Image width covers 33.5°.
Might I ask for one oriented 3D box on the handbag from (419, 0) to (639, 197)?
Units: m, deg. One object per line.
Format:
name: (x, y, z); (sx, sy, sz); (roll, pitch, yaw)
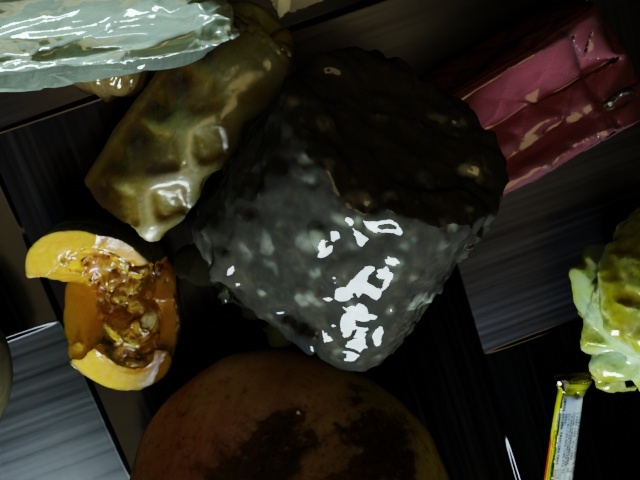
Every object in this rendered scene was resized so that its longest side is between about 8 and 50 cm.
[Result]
handbag: (0.186, -0.124, 1.012); (0.225, 0.146, 0.135); (-30, 104, 1)

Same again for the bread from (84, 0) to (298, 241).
bread: (-0.121, -0.120, 0.969); (0.232, 0.128, 0.088); (-48, 137, 6)

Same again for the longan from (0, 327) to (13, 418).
longan: (-0.384, 0.116, 0.971); (0.198, 0.198, 0.212); (-21, 108, -2)

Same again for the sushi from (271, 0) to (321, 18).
sushi: (0.022, -0.379, 0.956); (0.264, 0.050, 0.290); (-23, 108, -2)

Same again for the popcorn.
popcorn: (0.365, 0.071, 1.084); (0.204, 0.184, 0.221); (-35, 109, -30)

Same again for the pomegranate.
pomegranate: (-0.026, 0.260, 1.018); (0.322, 0.322, 0.322); (-3, 107, -8)

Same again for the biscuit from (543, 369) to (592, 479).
biscuit: (0.271, 0.286, 1.212); (0.048, 0.026, 0.292); (0, 107, -14)

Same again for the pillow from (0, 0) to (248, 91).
pillow: (-0.227, -0.260, 0.878); (0.310, 0.138, 0.283); (-11, 74, -5)

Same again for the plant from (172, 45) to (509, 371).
plant: (0.000, 0.000, 0.933); (0.215, 0.213, 0.312); (38, 130, -3)

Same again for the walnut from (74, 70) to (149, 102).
walnut: (-0.195, -0.174, 0.970); (0.079, 0.082, 0.096); (9, 108, 21)

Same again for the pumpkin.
pumpkin: (-0.197, 0.043, 1.019); (0.119, 0.107, 0.183); (-7, 120, 11)
